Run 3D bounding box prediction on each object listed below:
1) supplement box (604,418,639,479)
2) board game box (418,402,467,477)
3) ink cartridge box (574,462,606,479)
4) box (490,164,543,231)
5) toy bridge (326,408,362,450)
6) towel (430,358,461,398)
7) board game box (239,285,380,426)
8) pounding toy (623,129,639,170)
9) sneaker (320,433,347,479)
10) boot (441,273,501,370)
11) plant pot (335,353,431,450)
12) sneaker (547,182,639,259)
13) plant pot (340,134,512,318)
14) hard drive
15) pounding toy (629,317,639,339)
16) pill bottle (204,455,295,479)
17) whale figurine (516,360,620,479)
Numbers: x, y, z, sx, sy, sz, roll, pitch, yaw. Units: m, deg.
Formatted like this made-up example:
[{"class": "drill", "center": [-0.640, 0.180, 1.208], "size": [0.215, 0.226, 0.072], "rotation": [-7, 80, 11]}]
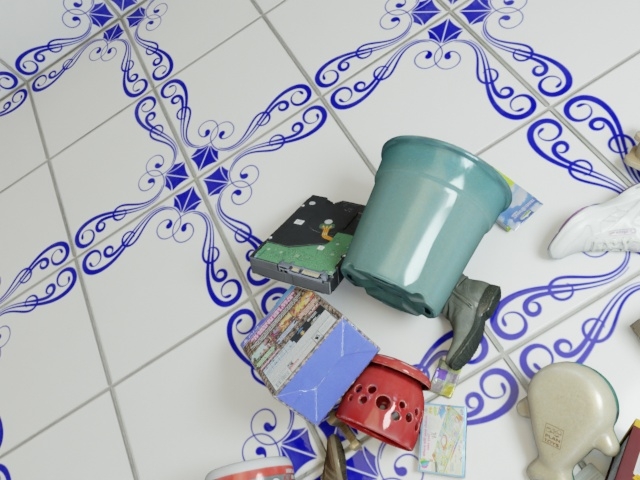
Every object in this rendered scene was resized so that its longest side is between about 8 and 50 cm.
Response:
[{"class": "supplement box", "center": [0.640, 0.483, 1.004], "size": [0.191, 0.129, 0.194], "rotation": [25, 48, 28]}, {"class": "board game box", "center": [0.283, 0.458, 1.249], "size": [0.103, 0.026, 0.154], "rotation": [0, 67, 20]}, {"class": "ink cartridge box", "center": [0.569, 0.602, 1.079], "size": [0.189, 0.066, 0.232], "rotation": [-40, 39, -1]}, {"class": "box", "center": [0.478, -0.106, 1.424], "size": [0.109, 0.042, 0.178], "rotation": [-43, 60, -2]}, {"class": "toy bridge", "center": [0.038, 0.441, 1.326], "size": [0.026, 0.063, 0.188], "rotation": [-45, 59, -3]}, {"class": "towel", "center": [0.301, 0.335, 1.309], "size": [0.060, 0.009, 0.083], "rotation": [19, 75, 27]}, {"class": "board game box", "center": [-0.036, 0.258, 1.313], "size": [0.232, 0.141, 0.291], "rotation": [-49, 26, -5]}, {"class": "pounding toy", "center": [0.860, -0.210, 1.246], "size": [0.154, 0.155, 0.269], "rotation": [-17, 43, -26]}, {"class": "sneaker", "center": [0.025, 0.558, 1.276], "size": [0.071, 0.066, 0.188], "rotation": [-17, 62, 13]}, {"class": "boot", "center": [0.326, 0.188, 1.336], "size": [0.161, 0.083, 0.246], "rotation": [20, 67, 35]}, {"class": "plant pot", "center": [0.150, 0.365, 1.248], "size": [0.191, 0.191, 0.174], "rotation": [15, 69, 25]}, {"class": "sneaker", "center": [0.689, -0.023, 1.267], "size": [0.305, 0.114, 0.152], "rotation": [-28, 60, 6]}, {"class": "plant pot", "center": [0.230, -0.017, 1.297], "size": [0.341, 0.341, 0.334], "rotation": [21, 74, 27]}, {"class": "hard drive", "center": [0.000, 0.000, 1.444], "size": [0.236, 0.064, 0.339], "rotation": [13, 38, 25]}, {"class": "pounding toy", "center": [0.804, 0.217, 1.133], "size": [0.181, 0.094, 0.206], "rotation": [-30, 66, 2]}, {"class": "pill bottle", "center": [-0.135, 0.687, 1.194], "size": [0.210, 0.210, 0.363], "rotation": [-19, 62, 11]}, {"class": "whale figurine", "center": [0.526, 0.393, 1.146], "size": [0.216, 0.141, 0.272], "rotation": [14, 94, 47]}]
